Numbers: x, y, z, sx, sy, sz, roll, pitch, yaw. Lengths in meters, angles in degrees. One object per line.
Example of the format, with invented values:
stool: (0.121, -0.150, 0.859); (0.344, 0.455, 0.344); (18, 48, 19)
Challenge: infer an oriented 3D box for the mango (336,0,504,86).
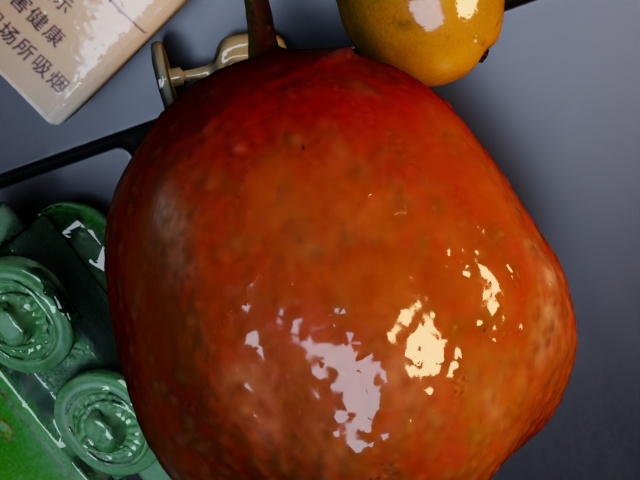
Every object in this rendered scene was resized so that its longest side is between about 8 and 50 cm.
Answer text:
mango: (0.061, -0.181, 0.790); (0.111, 0.089, 0.163); (-6, 100, 8)

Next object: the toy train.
toy train: (-0.202, 0.094, 0.891); (0.188, 0.132, 0.243); (-29, 104, 22)

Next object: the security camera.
security camera: (-0.067, -0.118, 0.846); (0.092, 0.058, 0.058); (-12, 107, 0)

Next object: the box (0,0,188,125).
box: (-0.141, -0.221, 0.803); (0.259, 0.071, 0.168); (-42, 100, 18)

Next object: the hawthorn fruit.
hawthorn fruit: (0.000, 0.000, 0.772); (0.284, 0.285, 0.369); (-16, 90, 10)
